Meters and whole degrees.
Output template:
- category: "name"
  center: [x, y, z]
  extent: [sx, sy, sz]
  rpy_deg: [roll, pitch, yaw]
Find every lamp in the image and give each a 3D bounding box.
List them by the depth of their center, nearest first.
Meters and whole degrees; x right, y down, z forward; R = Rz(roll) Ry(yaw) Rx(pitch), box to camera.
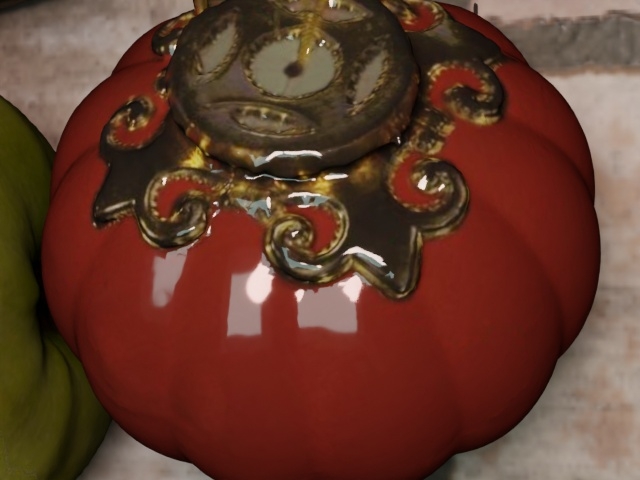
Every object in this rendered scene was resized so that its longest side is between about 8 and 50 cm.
- category: "lamp"
  center: [0.000, 0.000, 0.745]
  extent: [0.227, 0.227, 0.227]
  rpy_deg: [0, 91, 20]

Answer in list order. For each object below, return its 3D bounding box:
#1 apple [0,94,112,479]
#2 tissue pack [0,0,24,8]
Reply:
- category: "apple"
  center: [-0.231, 0.035, 0.797]
  extent: [0.279, 0.279, 0.279]
  rpy_deg: [0, 91, 20]
- category: "tissue pack"
  center: [-0.225, -0.190, 0.855]
  extent: [0.271, 0.134, 0.192]
  rpy_deg: [-10, 87, 20]
